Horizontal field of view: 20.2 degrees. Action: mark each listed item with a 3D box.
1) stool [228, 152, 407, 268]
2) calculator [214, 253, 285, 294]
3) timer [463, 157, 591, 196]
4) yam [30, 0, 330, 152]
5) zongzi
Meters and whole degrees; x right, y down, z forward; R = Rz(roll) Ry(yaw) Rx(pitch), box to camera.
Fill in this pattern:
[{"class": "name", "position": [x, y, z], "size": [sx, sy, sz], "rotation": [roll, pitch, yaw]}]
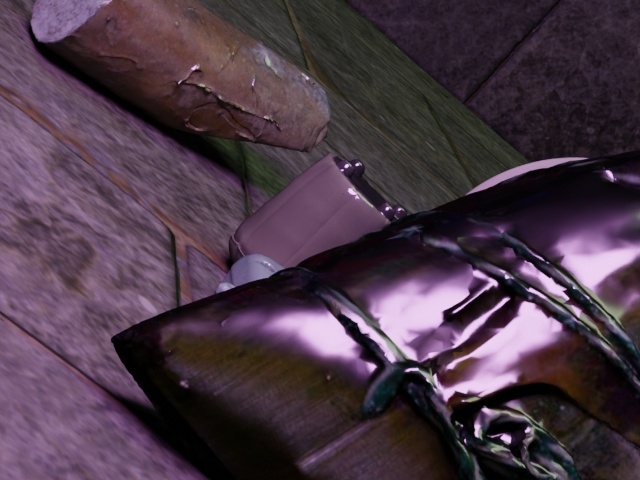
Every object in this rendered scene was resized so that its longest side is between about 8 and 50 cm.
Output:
[{"class": "stool", "position": [0.000, 0.000, 1.219], "size": [0.096, 0.110, 0.096], "rotation": [44, 8, -8]}, {"class": "calculator", "position": [0.028, 0.094, 1.132], "size": [0.246, 0.045, 0.141], "rotation": [37, 13, -27]}, {"class": "timer", "position": [0.179, 0.036, 1.364], "size": [0.233, 0.233, 0.240], "rotation": [52, -8, 39]}, {"class": "yam", "position": [-0.105, -0.138, 1.394], "size": [0.259, 0.106, 0.106], "rotation": [32, 15, -44]}, {"class": "zongzi", "position": [0.106, 0.078, 1.024], "size": [0.319, 0.383, 0.362], "rotation": [51, -23, -2]}]
